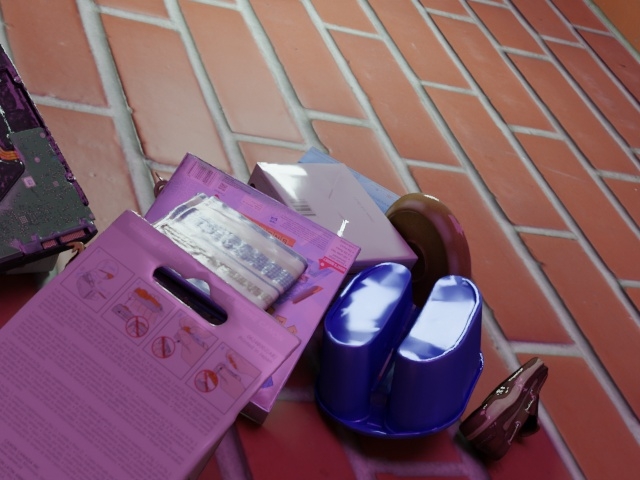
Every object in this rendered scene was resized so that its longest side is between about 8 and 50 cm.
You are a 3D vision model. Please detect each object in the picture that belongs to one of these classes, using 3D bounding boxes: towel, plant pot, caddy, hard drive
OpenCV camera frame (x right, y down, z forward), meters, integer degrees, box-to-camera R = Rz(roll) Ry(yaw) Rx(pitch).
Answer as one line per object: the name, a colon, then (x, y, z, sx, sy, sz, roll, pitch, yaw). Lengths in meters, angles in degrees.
towel: (-0.144, 0.026, 1.724, 0.209, 0.034, 0.285, 33, 24, 5)
plant pot: (0.168, 0.035, 2.100, 0.032, 0.236, 0.236, -9, 47, -37)
caddy: (0.130, 0.183, 1.922, 0.241, 0.179, 0.341, 12, 30, 17)
hard drive: (-0.501, -0.118, 1.780, 0.237, 0.064, 0.339, -23, 79, -45)

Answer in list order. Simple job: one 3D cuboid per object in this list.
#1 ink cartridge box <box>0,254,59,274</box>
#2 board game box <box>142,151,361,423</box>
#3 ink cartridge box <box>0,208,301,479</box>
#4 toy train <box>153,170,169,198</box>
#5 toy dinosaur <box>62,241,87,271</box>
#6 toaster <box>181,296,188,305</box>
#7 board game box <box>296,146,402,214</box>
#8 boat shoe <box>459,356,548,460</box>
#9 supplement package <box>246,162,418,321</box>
ink cartridge box: (-0.486, -0.005, 1.835, 0.150, 0.063, 0.109, -4, 44, -40)
board game box: (-0.148, 0.067, 1.849, 0.319, 0.066, 0.318, 29, 61, 3)
ink cartridge box: (-0.259, 0.189, 1.519, 0.308, 0.091, 0.385, 36, 67, 15)
toy train: (-0.284, -0.018, 1.983, 0.143, 0.105, 0.248, -13, 48, -29)
toy dinosaur: (-0.365, 0.052, 1.819, 0.064, 0.112, 0.211, 30, 39, -4)
toaster: (-0.243, 0.144, 1.646, 0.110, 0.185, 0.168, 33, -4, 18)
board game box: (0.077, -0.084, 2.398, 0.281, 0.027, 0.145, 30, 31, 4)
boat shoe: (0.322, 0.286, 2.008, 0.095, 0.095, 0.257, 49, 42, 8)
supplement package: (0.000, 0.000, 2.109, 0.204, 0.145, 0.262, -2, 42, -38)
